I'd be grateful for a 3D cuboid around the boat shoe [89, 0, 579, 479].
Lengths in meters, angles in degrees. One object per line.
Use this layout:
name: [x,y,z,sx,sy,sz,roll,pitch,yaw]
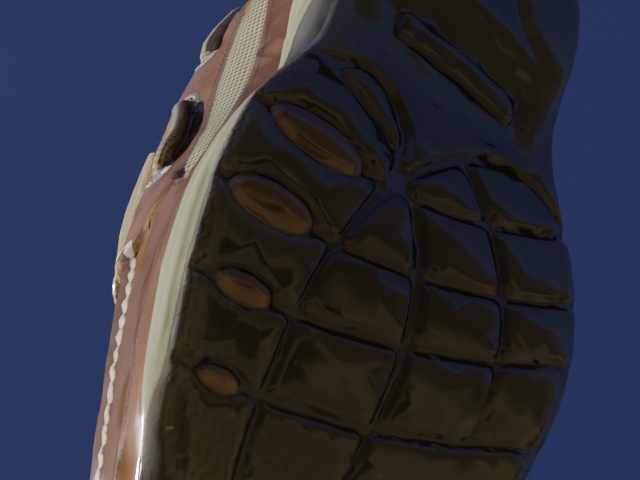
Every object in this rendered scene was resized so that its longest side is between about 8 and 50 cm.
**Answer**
boat shoe: [0.000,0.000,0.599,0.122,0.120,0.324,40,-144,-15]
